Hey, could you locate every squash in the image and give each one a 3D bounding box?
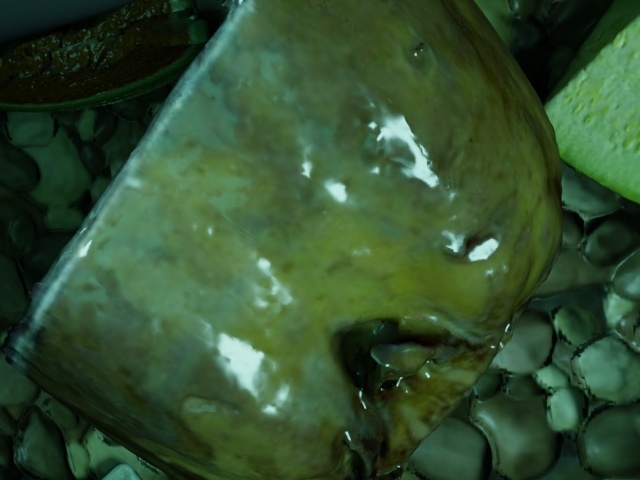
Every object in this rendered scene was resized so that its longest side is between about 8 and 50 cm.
[{"bbox_3d":[0.194,-0.030,0.503,0.200,0.075,0.090,33,87,8],"label":"squash"}]

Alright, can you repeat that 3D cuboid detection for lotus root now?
[{"bbox_3d":[0.000,0.000,0.497,0.192,0.272,0.272,41,114,-1],"label":"lotus root"}]

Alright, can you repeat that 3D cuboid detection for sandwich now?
[{"bbox_3d":[-0.118,-0.094,0.606,0.135,0.067,0.029,-13,77,12],"label":"sandwich"}]

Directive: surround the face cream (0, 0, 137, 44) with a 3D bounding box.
[{"bbox_3d":[-0.154,-0.165,0.597,0.273,0.096,0.154,-22,93,11],"label":"face cream"}]

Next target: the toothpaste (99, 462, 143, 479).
[{"bbox_3d":[-0.068,0.217,0.693,0.048,0.029,0.197,-44,84,22],"label":"toothpaste"}]
